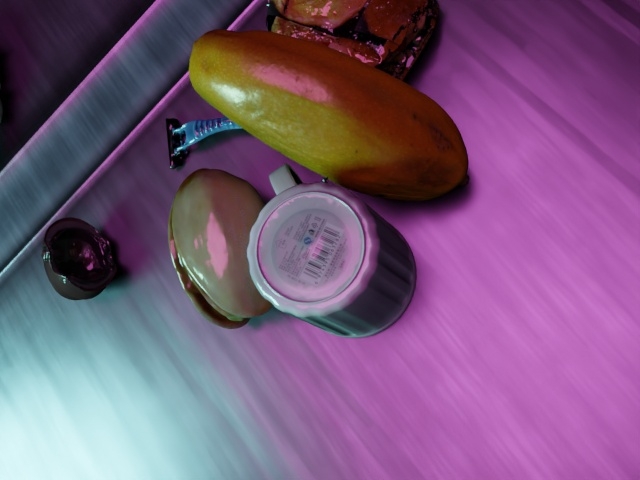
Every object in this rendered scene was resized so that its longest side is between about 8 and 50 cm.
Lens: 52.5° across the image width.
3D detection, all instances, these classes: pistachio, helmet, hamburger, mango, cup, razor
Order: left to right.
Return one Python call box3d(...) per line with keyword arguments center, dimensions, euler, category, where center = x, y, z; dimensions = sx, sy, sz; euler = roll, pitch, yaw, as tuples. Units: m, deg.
box3d(center=(-0.360, 0.035, 0.953), dimensions=(0.070, 0.098, 0.123), euler=(-50, 63, 38), category="helmet")
box3d(center=(-0.128, 0.006, 0.856), dimensions=(0.144, 0.144, 0.215), euler=(-19, 74, 14), category="pistachio")
box3d(center=(-0.112, -0.168, 0.930), dimensions=(0.253, 0.042, 0.082), euler=(-10, 77, 15), category="razor")
box3d(center=(-0.005, 0.015, 0.781), dimensions=(0.221, 0.202, 0.167), euler=(28, 87, 20), category="cup")
box3d(center=(0.018, -0.144, 0.764), dimensions=(0.359, 0.187, 0.144), euler=(21, 94, -19), category="mango")
box3d(center=(0.043, -0.304, 0.871), dimensions=(0.231, 0.107, 0.231), euler=(-4, 77, 20), category="hamburger")

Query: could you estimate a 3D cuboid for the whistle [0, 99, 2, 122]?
box3d(center=(-0.580, -0.233, 1.059), dimensions=(0.102, 0.106, 0.253), euler=(-16, 76, 31), category="whistle")
